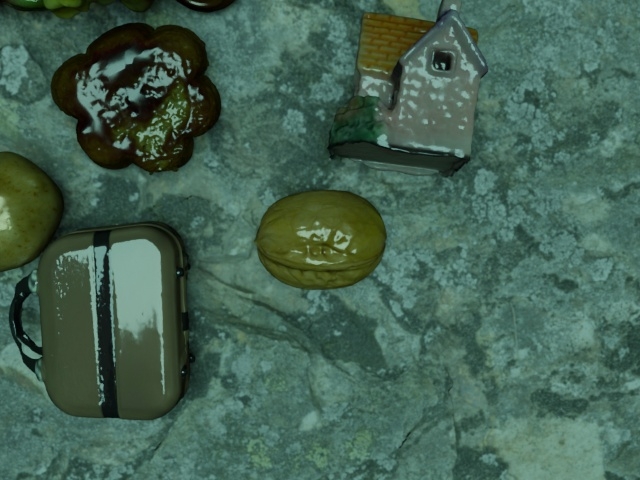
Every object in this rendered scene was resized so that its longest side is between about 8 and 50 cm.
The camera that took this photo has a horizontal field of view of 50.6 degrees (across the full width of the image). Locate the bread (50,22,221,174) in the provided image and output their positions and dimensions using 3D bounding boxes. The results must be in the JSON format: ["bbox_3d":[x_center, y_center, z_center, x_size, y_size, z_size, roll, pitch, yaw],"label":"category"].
[{"bbox_3d":[-0.267,-0.211,1.030,0.247,0.135,0.232,-29,109,-2],"label":"bread"}]

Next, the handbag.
[{"bbox_3d":[-0.344,0.123,1.050,0.283,0.149,0.301,-1,97,-1],"label":"handbag"}]

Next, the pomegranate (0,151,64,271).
[{"bbox_3d":[-0.479,-0.042,1.001,0.196,0.196,0.196,0,95,-3],"label":"pomegranate"}]

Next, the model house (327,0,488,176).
[{"bbox_3d":[0.127,-0.230,1.001,0.202,0.237,0.237,10,90,3],"label":"model house"}]

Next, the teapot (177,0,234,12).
[{"bbox_3d":[-0.177,-0.409,1.051,0.129,0.078,0.098,6,137,-3],"label":"teapot"}]

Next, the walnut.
[{"bbox_3d":[0.000,0.000,1.051,0.207,0.159,0.159,0,95,-8],"label":"walnut"}]

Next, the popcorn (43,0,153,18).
[{"bbox_3d":[-0.306,-0.439,0.890,0.312,0.312,0.312,0,95,-3],"label":"popcorn"}]

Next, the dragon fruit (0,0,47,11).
[{"bbox_3d":[-0.513,-0.437,0.969,0.269,0.198,0.200,9,137,-1],"label":"dragon fruit"}]
